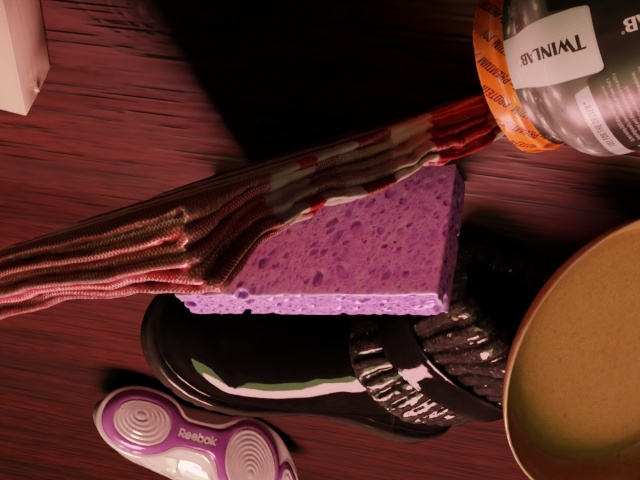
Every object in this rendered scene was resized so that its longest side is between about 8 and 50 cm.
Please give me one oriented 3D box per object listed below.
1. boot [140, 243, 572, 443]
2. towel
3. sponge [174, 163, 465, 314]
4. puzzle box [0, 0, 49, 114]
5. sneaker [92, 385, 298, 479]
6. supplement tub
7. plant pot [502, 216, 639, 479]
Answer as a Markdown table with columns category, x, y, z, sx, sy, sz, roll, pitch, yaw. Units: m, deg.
| category | x | y | z | sx | sy | sz | roll | pitch | yaw |
| --- | --- | --- | --- | --- | --- | --- | --- | --- | --- |
| boot | 0.041 | 0.082 | 0.765 | 0.347 | 0.131 | 0.260 | 14 | 157 | -21 |
| towel | -0.051 | -0.021 | 0.513 | 0.237 | 0.329 | 0.037 | -11 | 100 | 36 |
| sponge | 0.000 | 0.000 | 0.671 | 0.210 | 0.117 | 0.031 | -2 | 143 | 24 |
| puzzle box | -0.300 | -0.242 | 0.470 | 0.272 | 0.052 | 0.409 | 16 | 148 | -2 |
| sneaker | -0.169 | 0.278 | 1.218 | 0.305 | 0.114 | 0.152 | 30 | 159 | -17 |
| supplement tub | 0.178 | -0.108 | 0.428 | 0.190 | 0.117 | 0.117 | -13 | 139 | 36 |
| plant pot | 0.230 | 0.085 | 0.664 | 0.236 | 0.236 | 0.032 | 35 | -176 | -30 |
